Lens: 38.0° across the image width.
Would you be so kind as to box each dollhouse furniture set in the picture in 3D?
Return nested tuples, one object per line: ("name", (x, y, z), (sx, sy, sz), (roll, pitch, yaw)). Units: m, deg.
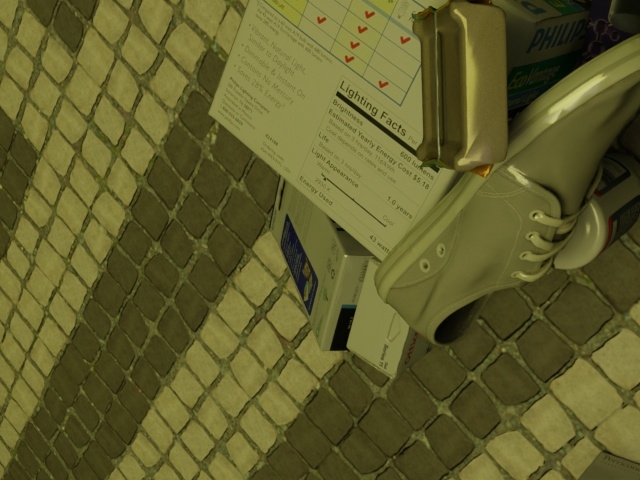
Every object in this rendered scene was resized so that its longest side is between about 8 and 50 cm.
("dollhouse furniture set", (0.177, -0.214, 0.867), (0.151, 0.197, 0.302), (-3, 99, -5))

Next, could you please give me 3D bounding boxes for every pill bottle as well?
("pill bottle", (0.316, -0.043, 1.093), (0.108, 0.180, 0.108), (16, 117, 34))

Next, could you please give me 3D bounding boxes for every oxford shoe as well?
("oxford shoe", (0.211, -0.034, 0.951), (0.130, 0.169, 0.449), (55, 137, 18))

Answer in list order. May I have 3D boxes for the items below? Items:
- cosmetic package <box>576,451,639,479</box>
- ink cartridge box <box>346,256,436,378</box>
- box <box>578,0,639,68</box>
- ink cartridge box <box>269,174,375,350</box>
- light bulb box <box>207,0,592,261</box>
("cosmetic package", (0.365, 0.370, 1.186), (0.117, 0.231, 0.086), (14, 116, 34))
("ink cartridge box", (0.139, 0.071, 1.264), (0.087, 0.208, 0.153), (30, 124, 26))
("box", (0.426, -0.226, 0.987), (0.261, 0.103, 0.184), (21, 122, 31))
("ink cartridge box", (0.000, 0.000, 1.379), (0.333, 0.065, 0.165), (-117, 33, -53))
("light bulb box", (0.097, -0.224, 1.168), (0.358, 0.225, 0.361), (41, 127, 20))
